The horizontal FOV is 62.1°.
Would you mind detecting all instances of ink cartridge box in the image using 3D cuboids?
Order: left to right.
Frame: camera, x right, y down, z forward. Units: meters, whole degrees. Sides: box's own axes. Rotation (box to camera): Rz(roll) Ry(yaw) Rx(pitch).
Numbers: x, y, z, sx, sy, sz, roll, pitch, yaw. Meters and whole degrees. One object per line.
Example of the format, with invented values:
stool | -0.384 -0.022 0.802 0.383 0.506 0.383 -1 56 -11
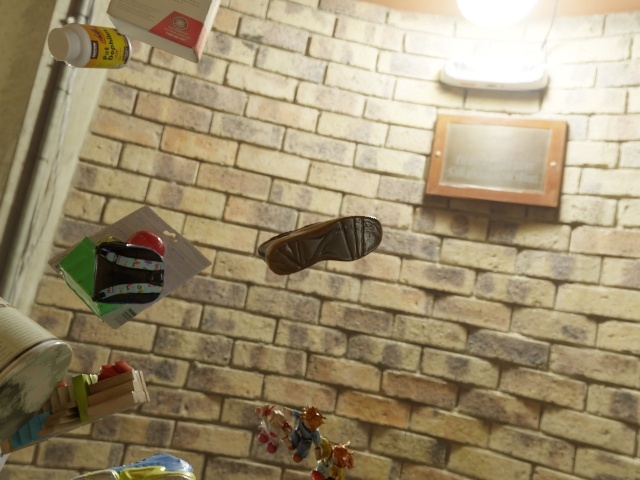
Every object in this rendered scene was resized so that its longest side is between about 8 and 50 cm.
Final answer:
ink cartridge box | -0.334 -0.590 1.224 0.207 0.283 0.117 20 -2 -7

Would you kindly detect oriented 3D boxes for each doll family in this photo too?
doll family | -0.016 0.421 1.090 0.263 0.118 0.163 45 -38 22

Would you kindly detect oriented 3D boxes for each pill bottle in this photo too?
pill bottle | -0.652 -0.548 1.504 0.117 0.117 0.215 8 18 24

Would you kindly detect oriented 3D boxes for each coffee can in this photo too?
coffee can | -0.596 0.180 0.884 0.275 0.202 0.201 32 -5 7

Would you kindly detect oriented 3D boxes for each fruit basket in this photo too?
fruit basket | -0.565 0.072 1.594 0.327 0.353 0.165 37 -43 19

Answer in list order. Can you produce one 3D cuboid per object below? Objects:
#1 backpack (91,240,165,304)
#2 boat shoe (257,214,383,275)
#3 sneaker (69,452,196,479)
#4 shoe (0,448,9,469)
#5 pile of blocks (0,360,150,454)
backpack | -0.471 0.083 1.340 0.173 0.158 0.117 3 1 -1
boat shoe | 0.000 0.000 1.389 0.341 0.123 0.123 -17 21 -24
sneaker | -0.360 0.474 1.036 0.240 0.091 0.126 3 0 -3
shoe | -0.801 0.516 1.263 0.081 0.064 0.178 -3 26 3
pile of blocks | -0.498 0.308 1.014 0.362 0.113 0.149 -24 -14 15
